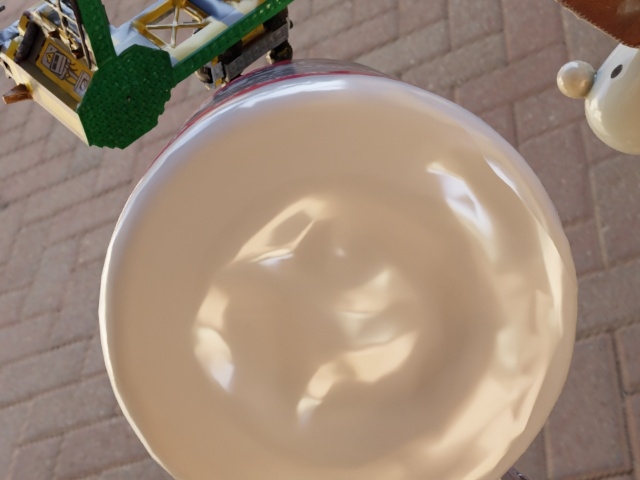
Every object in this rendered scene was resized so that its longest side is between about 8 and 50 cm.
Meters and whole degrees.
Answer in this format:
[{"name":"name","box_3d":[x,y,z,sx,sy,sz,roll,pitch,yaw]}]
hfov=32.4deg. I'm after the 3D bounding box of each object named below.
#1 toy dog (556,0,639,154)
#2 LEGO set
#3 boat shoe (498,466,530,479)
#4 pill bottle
[{"name":"toy dog","box_3d":[0.197,-0.221,0.683,0.161,0.220,0.333,18,105,13]},{"name":"LEGO set","box_3d":[-0.121,-0.229,0.548,0.192,0.331,0.255,38,72,28]},{"name":"boat shoe","box_3d":[0.198,0.297,1.170,0.285,0.092,0.103,45,118,22]},{"name":"pill bottle","box_3d":[0.000,0.000,0.542,0.176,0.176,0.318,-41,10,5]}]
